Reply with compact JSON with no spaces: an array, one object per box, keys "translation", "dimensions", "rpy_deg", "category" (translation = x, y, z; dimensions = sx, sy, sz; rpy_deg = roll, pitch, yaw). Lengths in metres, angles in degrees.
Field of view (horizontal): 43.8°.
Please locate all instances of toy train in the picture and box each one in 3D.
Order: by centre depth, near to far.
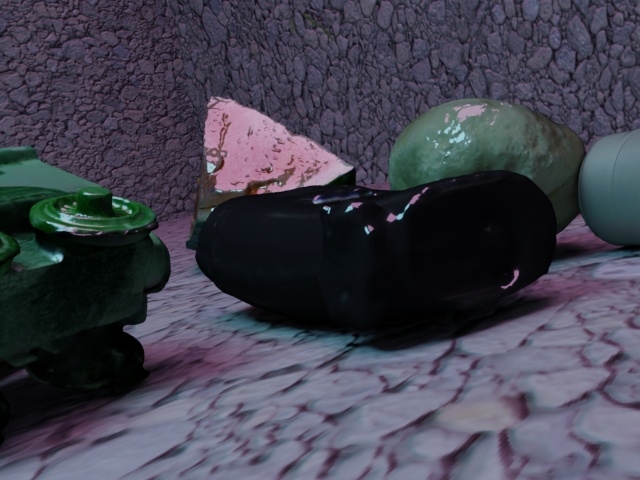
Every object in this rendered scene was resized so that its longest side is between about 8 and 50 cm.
[{"translation":[-0.233,0.030,0.530],"dimensions":[0.202,0.145,0.266],"rpy_deg":[19,21,29],"category":"toy train"}]

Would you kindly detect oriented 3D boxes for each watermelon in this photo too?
[{"translation":[-0.134,-0.055,1.242],"dimensions":[0.222,0.319,0.292],"rpy_deg":[-46,-18,-28],"category":"watermelon"}]

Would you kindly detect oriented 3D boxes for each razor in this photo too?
[{"translation":[0.028,0.005,0.665],"dimensions":[0.189,0.107,0.327],"rpy_deg":[-13,7,-27],"category":"razor"}]

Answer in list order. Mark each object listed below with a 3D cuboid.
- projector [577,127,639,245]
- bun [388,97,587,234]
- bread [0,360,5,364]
[{"translation":[0.354,-0.048,0.588],"dimensions":[0.108,0.108,0.337],"rpy_deg":[-14,7,-29],"category":"projector"},{"translation":[0.157,-0.047,0.758],"dimensions":[0.195,0.118,0.195],"rpy_deg":[9,-23,4],"category":"bun"},{"translation":[-0.416,0.078,0.748],"dimensions":[0.327,0.114,0.295],"rpy_deg":[-9,6,21],"category":"bread"}]
